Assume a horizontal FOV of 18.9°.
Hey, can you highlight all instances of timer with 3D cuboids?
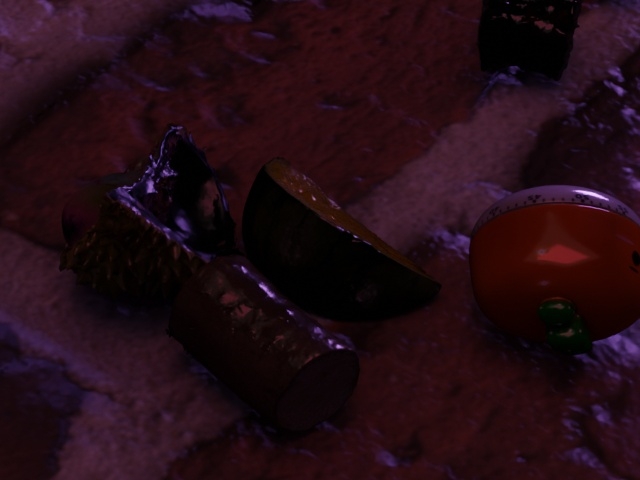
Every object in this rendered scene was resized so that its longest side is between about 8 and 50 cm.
[{"bbox_3d":[0.170,0.027,1.354,0.136,0.099,0.136,-10,39,8],"label":"timer"}]

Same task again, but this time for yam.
[{"bbox_3d":[-0.042,0.072,1.332,0.084,0.084,0.127,-31,52,-25],"label":"yam"}]

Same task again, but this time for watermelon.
[{"bbox_3d":[-0.007,0.008,1.429,0.181,0.075,0.092,38,14,31],"label":"watermelon"}]

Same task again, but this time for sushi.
[{"bbox_3d":[0.172,-0.186,1.571,0.084,0.094,0.098,9,46,9],"label":"sushi"}]

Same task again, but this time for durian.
[{"bbox_3d":[-0.131,0.001,1.413,0.108,0.119,0.187,-32,13,20],"label":"durian"}]
